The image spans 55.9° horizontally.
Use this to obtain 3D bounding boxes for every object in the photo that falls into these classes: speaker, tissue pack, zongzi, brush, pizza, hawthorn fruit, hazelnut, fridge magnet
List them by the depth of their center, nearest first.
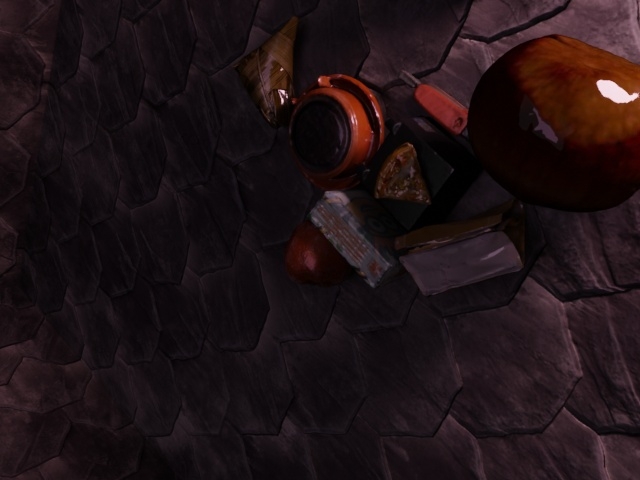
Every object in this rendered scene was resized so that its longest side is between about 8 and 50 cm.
[{"bbox_3d":[0.536,-0.248,1.349,0.429,0.402,0.402,33,118,17],"label":"hazelnut"},{"bbox_3d":[0.220,-0.146,1.606,0.184,0.036,0.176,-47,69,36],"label":"pizza"},{"bbox_3d":[0.332,-0.380,1.694,0.323,0.051,0.070,45,126,23],"label":"brush"},{"bbox_3d":[0.271,-0.195,1.696,0.254,0.184,0.232,49,125,24],"label":"speaker"},{"bbox_3d":[0.143,-0.015,1.801,0.311,0.228,0.128,49,123,22],"label":"tissue pack"},{"bbox_3d":[0.035,-0.330,1.874,0.364,0.155,0.363,8,103,38],"label":"fridge magnet"},{"bbox_3d":[-0.013,0.038,1.929,0.231,0.235,0.263,-24,99,12],"label":"hawthorn fruit"},{"bbox_3d":[-0.118,-0.547,1.986,0.288,0.134,0.286,-34,83,30],"label":"zongzi"}]

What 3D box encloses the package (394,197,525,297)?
[{"bbox_3d":[0.368,-0.007,1.611,0.311,0.165,0.221,-20,44,39],"label":"package"}]
